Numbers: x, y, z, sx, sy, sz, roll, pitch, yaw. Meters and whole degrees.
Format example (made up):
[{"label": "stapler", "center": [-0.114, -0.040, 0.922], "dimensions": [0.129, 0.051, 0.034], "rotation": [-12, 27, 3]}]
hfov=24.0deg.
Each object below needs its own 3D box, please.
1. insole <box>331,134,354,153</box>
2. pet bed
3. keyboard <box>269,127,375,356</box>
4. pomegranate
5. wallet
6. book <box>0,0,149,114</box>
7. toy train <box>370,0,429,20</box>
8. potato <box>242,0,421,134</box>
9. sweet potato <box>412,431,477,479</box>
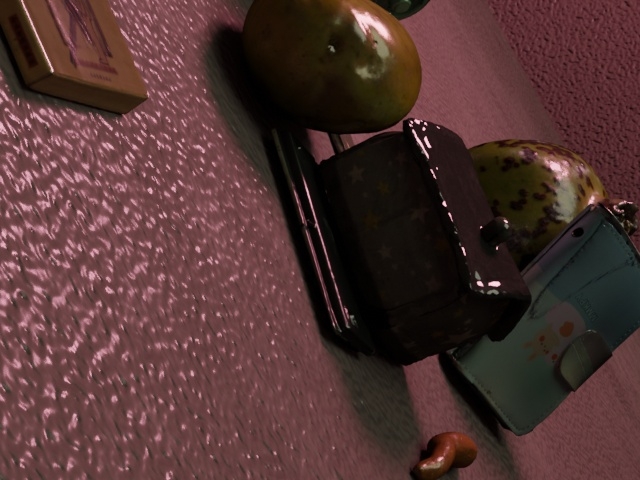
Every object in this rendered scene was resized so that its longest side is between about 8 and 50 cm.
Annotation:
[{"label": "insole", "center": [0.036, -0.090, 1.712], "dimensions": [0.248, 0.011, 0.081], "rotation": [68, 14, 19]}, {"label": "pet bed", "center": [0.110, -0.004, 1.498], "dimensions": [0.183, 0.159, 0.211], "rotation": [52, 19, -64]}, {"label": "keyboard", "center": [0.000, 0.000, 1.436], "dimensions": [0.093, 0.025, 0.230], "rotation": [41, 27, -57]}, {"label": "pomegranate", "center": [0.261, -0.015, 1.870], "dimensions": [0.254, 0.270, 0.254], "rotation": [6, 82, -51]}, {"label": "wallet", "center": [0.271, 0.095, 1.749], "dimensions": [0.176, 0.250, 0.075], "rotation": [50, -6, -39]}, {"label": "book", "center": [-0.208, -0.207, 1.100], "dimensions": [0.231, 0.026, 0.161], "rotation": [66, 16, 9]}, {"label": "toy train", "center": [0.051, -0.390, 1.680], "dimensions": [0.397, 0.253, 0.160], "rotation": [13, 50, -46]}, {"label": "potato", "center": [0.011, -0.185, 1.525], "dimensions": [0.197, 0.148, 0.228], "rotation": [44, 9, -16]}, {"label": "sweet potato", "center": [0.126, 0.209, 1.486], "dimensions": [0.044, 0.044, 0.179], "rotation": [67, 15, 11]}]
